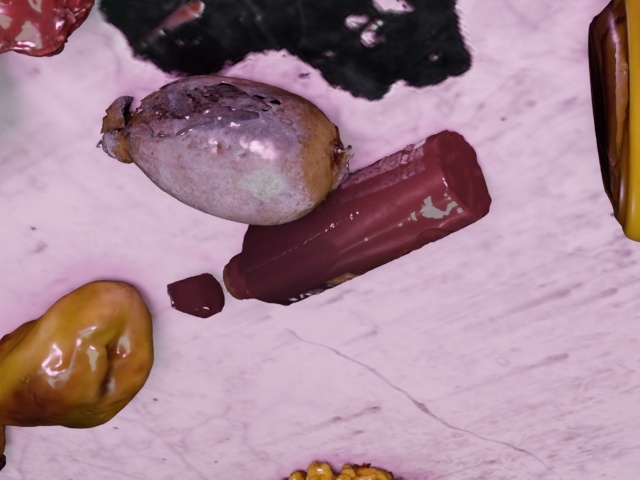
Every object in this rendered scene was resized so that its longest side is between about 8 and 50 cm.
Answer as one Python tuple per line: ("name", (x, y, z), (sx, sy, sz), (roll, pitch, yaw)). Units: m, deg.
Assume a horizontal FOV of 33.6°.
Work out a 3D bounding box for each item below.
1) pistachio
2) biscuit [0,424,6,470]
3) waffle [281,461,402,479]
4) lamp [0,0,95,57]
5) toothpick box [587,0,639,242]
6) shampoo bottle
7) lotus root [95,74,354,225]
("pistachio", (-0.199, 0.103, 0.837), (0.189, 0.100, 0.110), (-30, 125, 33))
("biscuit", (-0.440, 0.178, 0.974), (0.296, 0.075, 0.296), (3, 141, 3))
("waffle", (0.036, 0.289, 1.055), (0.193, 0.070, 0.197), (22, 138, -18))
("lamp", (-0.130, -0.198, 0.461), (0.118, 0.118, 0.253), (12, 138, -8))
("toothpick box", (0.273, -0.070, 0.524), (0.271, 0.175, 0.175), (-1, 140, 13))
("shampoo bottle", (-0.001, 0.001, 0.719), (0.236, 0.067, 0.068), (-26, 140, 32))
("lotus root", (-0.062, -0.058, 0.650), (0.165, 0.088, 0.088), (11, 141, 8))
